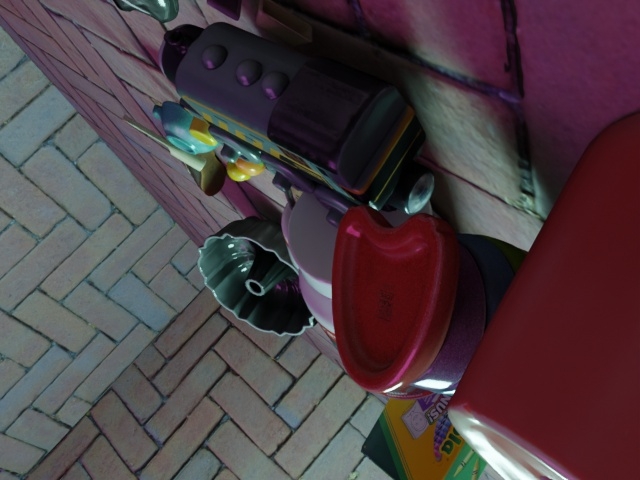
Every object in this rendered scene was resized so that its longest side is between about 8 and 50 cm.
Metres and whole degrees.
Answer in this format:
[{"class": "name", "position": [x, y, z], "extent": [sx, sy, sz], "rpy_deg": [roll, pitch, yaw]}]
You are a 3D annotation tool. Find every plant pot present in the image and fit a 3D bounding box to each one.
[{"class": "plant pot", "position": [0.237, 0.088, 0.463], "extent": [0.275, 0.243, 0.275], "rpy_deg": [40, 168, 10]}]

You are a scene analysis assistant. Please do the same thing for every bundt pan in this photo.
[{"class": "bundt pan", "position": [-0.129, 0.075, 1.624], "extent": [0.330, 0.124, 0.331], "rpy_deg": [20, 138, 19]}]

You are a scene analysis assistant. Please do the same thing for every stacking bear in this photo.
[{"class": "stacking bear", "position": [0.172, 0.067, 0.648], "extent": [0.288, 0.164, 0.175], "rpy_deg": [7, -176, -27]}]

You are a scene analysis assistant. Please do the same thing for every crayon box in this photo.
[{"class": "crayon box", "position": [0.203, 0.260, 1.044], "extent": [0.081, 0.278, 0.165], "rpy_deg": [35, 174, -37]}]

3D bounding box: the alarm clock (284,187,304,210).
[{"class": "alarm clock", "position": [-0.009, -0.079, 1.016], "extent": [0.192, 0.064, 0.129], "rpy_deg": [37, 145, 31]}]

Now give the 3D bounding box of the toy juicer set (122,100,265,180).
[{"class": "toy juicer set", "position": [-0.219, -0.199, 1.284], "extent": [0.209, 0.090, 0.329], "rpy_deg": [36, 166, -38]}]

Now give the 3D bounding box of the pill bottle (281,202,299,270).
[{"class": "pill bottle", "position": [0.000, 0.000, 1.170], "extent": [0.121, 0.121, 0.221], "rpy_deg": [39, 168, 13]}]

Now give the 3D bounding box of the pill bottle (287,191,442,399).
[{"class": "pill bottle", "position": [0.091, 0.066, 0.910], "extent": [0.210, 0.210, 0.363], "rpy_deg": [34, 165, 32]}]

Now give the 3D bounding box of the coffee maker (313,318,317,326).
[{"class": "coffee maker", "position": [-0.068, 0.165, 2.002], "extent": [0.171, 0.120, 0.178], "rpy_deg": [-6, 136, 42]}]

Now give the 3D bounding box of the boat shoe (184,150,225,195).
[{"class": "boat shoe", "position": [-0.272, -0.178, 1.531], "extent": [0.073, 0.073, 0.207], "rpy_deg": [40, 160, 20]}]

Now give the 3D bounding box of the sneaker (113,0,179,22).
[{"class": "sneaker", "position": [-0.277, -0.364, 0.898], "extent": [0.234, 0.078, 0.106], "rpy_deg": [36, 164, 17]}]

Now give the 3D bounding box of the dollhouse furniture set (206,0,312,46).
[{"class": "dollhouse furniture set", "position": [-0.043, -0.265, 0.677], "extent": [0.114, 0.091, 0.081], "rpy_deg": [24, 134, -27]}]

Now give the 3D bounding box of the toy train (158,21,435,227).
[{"class": "toy train", "position": [-0.031, -0.135, 0.718], "extent": [0.334, 0.142, 0.190], "rpy_deg": [32, 175, 30]}]
